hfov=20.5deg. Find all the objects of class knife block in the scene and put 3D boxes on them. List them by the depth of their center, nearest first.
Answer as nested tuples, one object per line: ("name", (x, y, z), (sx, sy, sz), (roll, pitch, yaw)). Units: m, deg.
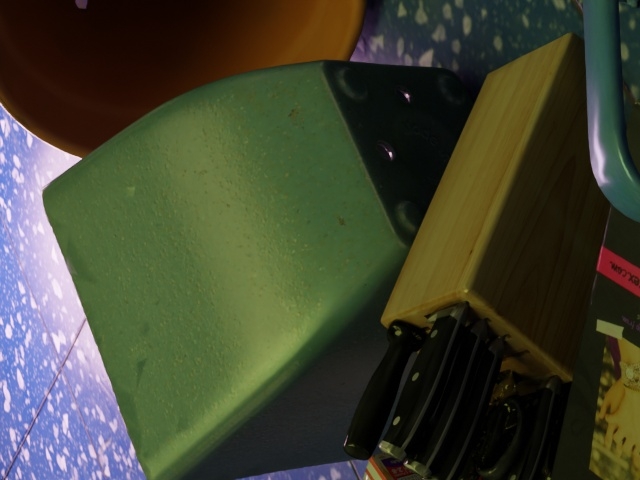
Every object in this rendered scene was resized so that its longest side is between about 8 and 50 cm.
("knife block", (0.096, 0.024, 1.070), (0.088, 0.242, 0.275), (-23, 80, 51))

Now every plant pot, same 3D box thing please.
("plant pot", (0.000, 0.000, 1.249), (0.252, 0.248, 0.247), (-40, 65, 37))
("plant pot", (-0.129, -0.227, 1.360), (0.203, 0.291, 0.291), (-108, 27, -43))

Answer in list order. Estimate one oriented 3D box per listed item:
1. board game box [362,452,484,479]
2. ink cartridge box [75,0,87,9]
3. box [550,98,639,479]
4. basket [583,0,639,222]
("board game box", (0.104, 0.181, 1.167), (0.045, 0.193, 0.146), (54, 142, 36))
("ink cartridge box", (-0.275, -0.278, 1.567), (0.278, 0.117, 0.201), (-51, -41, -73))
("box", (0.241, 0.062, 0.924), (0.143, 0.165, 0.270), (42, 134, 44))
("basket", (0.222, -0.142, 0.792), (0.201, 0.255, 0.289), (147, 121, -64))
